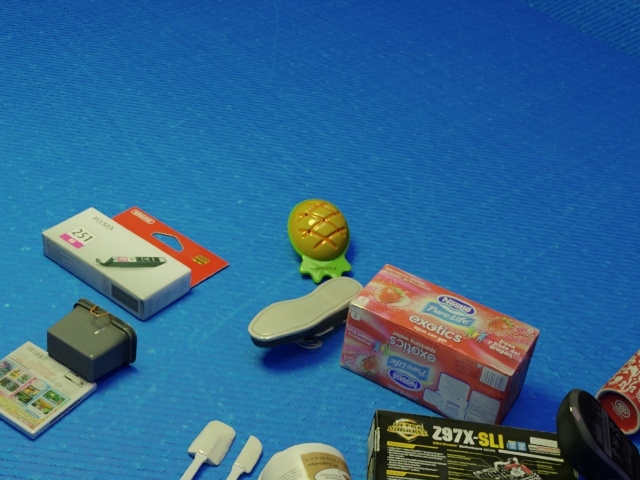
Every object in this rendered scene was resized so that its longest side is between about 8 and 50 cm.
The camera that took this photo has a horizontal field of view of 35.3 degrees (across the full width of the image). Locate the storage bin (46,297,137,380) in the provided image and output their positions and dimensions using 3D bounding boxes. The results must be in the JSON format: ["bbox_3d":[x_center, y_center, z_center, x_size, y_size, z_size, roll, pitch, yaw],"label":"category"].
[{"bbox_3d":[-0.385,0.166,1.671,0.135,0.098,0.091,27,37,22],"label":"storage bin"}]

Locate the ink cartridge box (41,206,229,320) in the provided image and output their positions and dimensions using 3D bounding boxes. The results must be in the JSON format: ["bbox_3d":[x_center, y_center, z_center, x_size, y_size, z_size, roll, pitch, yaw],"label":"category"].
[{"bbox_3d":[-0.348,0.017,1.921,0.275,0.060,0.239,29,42,26],"label":"ink cartridge box"}]

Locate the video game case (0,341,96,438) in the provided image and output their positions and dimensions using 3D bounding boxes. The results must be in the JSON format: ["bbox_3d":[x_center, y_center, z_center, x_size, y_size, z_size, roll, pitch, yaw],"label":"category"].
[{"bbox_3d":[-0.469,0.239,1.628,0.157,0.019,0.143,27,40,22],"label":"video game case"}]

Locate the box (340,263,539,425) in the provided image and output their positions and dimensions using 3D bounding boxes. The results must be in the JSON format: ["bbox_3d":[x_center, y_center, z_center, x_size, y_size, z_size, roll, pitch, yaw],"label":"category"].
[{"bbox_3d":[0.201,0.186,1.725,0.300,0.154,0.142,23,38,21],"label":"box"}]

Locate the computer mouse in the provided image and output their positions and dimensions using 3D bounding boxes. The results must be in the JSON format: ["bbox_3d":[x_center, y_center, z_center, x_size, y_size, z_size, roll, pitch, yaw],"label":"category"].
[{"bbox_3d":[0.437,0.344,1.546,0.272,0.072,0.188,49,31,-17],"label":"computer mouse"}]

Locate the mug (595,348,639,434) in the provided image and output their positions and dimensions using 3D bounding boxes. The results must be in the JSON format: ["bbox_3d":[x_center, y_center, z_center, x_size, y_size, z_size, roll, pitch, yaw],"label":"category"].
[{"bbox_3d":[0.572,0.263,1.733,0.169,0.113,0.150,-29,48,-35],"label":"mug"}]

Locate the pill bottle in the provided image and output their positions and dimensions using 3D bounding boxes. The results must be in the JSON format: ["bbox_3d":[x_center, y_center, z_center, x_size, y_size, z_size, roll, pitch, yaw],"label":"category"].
[{"bbox_3d":[0.001,0.408,1.399,0.131,0.131,0.229,-3,38,-15],"label":"pill bottle"}]

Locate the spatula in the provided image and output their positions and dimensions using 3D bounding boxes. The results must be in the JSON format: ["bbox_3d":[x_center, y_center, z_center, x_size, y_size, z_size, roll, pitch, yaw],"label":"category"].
[{"bbox_3d":[-0.147,0.376,1.512,0.168,0.019,0.242,23,39,11],"label":"spatula"}]

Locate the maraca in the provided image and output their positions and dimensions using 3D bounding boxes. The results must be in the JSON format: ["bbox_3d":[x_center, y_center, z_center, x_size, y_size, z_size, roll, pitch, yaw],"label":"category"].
[{"bbox_3d":[0.000,0.000,1.987,0.127,0.099,0.186,-4,64,-13],"label":"maraca"}]

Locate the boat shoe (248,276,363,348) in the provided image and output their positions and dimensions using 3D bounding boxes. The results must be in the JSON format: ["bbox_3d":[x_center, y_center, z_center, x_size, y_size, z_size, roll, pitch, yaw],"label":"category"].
[{"bbox_3d":[-0.026,0.142,1.798,0.095,0.079,0.254,30,39,30],"label":"boat shoe"}]

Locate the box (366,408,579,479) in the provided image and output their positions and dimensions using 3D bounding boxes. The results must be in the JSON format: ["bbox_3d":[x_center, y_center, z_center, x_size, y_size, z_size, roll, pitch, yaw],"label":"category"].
[{"bbox_3d":[0.232,0.389,1.518,0.322,0.079,0.257,7,34,-2],"label":"box"}]
